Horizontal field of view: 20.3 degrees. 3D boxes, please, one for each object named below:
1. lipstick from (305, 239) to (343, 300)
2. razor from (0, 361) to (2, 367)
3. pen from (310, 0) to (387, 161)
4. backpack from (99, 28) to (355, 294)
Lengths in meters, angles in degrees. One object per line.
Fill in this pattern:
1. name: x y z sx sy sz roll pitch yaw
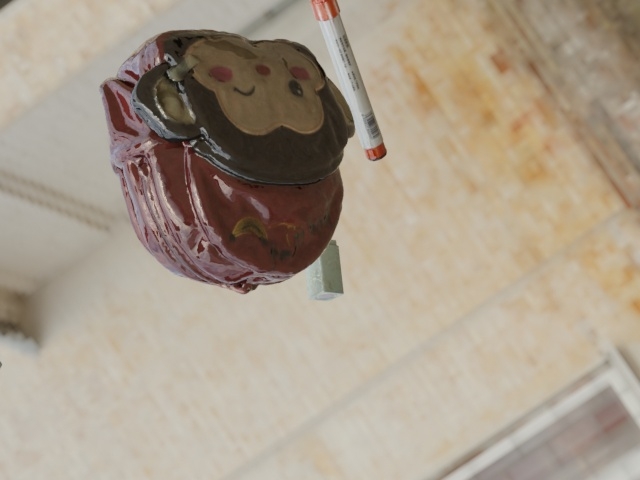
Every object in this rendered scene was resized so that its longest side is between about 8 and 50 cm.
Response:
1. lipstick: -0.001 0.000 1.947 0.030 0.030 0.129 6 -111 -37
2. razor: -0.386 0.189 1.964 0.040 0.135 0.068 21 154 10
3. pen: 0.025 -0.190 1.890 0.028 0.028 0.239 -110 -1 -61
4. backpack: -0.074 -0.062 1.443 0.229 0.139 0.229 17 -119 -34
